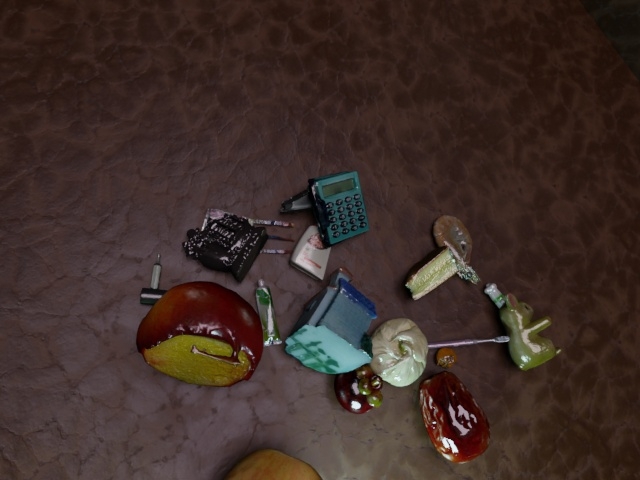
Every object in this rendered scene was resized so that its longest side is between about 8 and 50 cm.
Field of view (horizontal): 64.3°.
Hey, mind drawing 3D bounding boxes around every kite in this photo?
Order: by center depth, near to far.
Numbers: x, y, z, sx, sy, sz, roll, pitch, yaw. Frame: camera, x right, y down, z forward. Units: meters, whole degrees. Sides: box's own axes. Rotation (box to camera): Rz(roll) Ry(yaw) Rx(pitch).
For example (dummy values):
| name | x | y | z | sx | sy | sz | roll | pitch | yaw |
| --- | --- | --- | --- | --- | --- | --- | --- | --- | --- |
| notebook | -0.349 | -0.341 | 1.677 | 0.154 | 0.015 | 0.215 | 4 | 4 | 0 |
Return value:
| name | x | y | z | sx | sy | sz | roll | pitch | yaw |
| --- | --- | --- | --- | --- | --- | --- | --- | --- | --- |
| kite | -0.276 | -0.022 | 1.954 | 0.360 | 0.022 | 0.204 | 1 | 78 | -12 |

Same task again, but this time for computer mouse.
| name | x | y | z | sx | sy | sz | roll | pitch | yaw |
| --- | --- | --- | --- | --- | --- | --- | --- | --- | --- |
| computer mouse | -0.058 | -0.151 | 1.992 | 0.231 | 0.126 | 0.071 | -30 | 105 | -23 |

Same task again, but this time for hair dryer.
| name | x | y | z | sx | sy | sz | roll | pitch | yaw |
| --- | --- | --- | --- | --- | --- | --- | --- | --- | --- |
| hair dryer | -0.586 | 0.135 | 1.830 | 0.100 | 0.057 | 0.198 | 5 | 70 | -14 |

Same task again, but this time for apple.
| name | x | y | z | sx | sy | sz | roll | pitch | yaw |
| --- | --- | --- | --- | --- | --- | --- | --- | --- | --- |
| apple | -0.150 | 0.852 | 1.586 | 0.391 | 0.391 | 0.347 | 31 | 64 | -4 |

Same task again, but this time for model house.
| name | x | y | z | sx | sy | sz | roll | pitch | yaw |
| --- | --- | --- | --- | --- | --- | --- | --- | --- | --- |
| model house | 0.060 | 0.274 | 1.843 | 0.251 | 0.295 | 0.329 | 32 | 50 | -11 |

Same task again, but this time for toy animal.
| name | x | y | z | sx | sy | sz | roll | pitch | yaw |
| --- | --- | --- | --- | --- | --- | --- | --- | --- | --- |
| toy animal | 0.810 | 0.326 | 2.044 | 0.180 | 0.181 | 0.363 | -12 | 80 | -14 |

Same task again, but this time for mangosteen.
| name | x | y | z | sx | sy | sz | roll | pitch | yaw |
| --- | --- | --- | --- | --- | --- | --- | --- | --- | --- |
| mangosteen | 0.145 | 0.527 | 1.828 | 0.199 | 0.200 | 0.200 | 3 | 76 | -13 |

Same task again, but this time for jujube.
| name | x | y | z | sx | sy | sz | roll | pitch | yaw |
| --- | --- | --- | --- | --- | --- | --- | --- | --- | --- |
| jujube | 0.490 | 0.650 | 1.883 | 0.223 | 0.223 | 0.318 | -20 | 74 | -17 |

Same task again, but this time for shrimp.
| name | x | y | z | sx | sy | sz | roll | pitch | yaw |
| --- | --- | --- | --- | --- | --- | --- | --- | --- | --- |
| shrimp | 0.583 | 0.035 | 2.118 | 0.168 | 0.077 | 0.317 | -26 | 81 | -20 |

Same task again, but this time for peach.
| name | x | y | z | sx | sy | sz | roll | pitch | yaw |
| --- | --- | --- | --- | --- | --- | --- | --- | --- | --- |
| peach | -0.383 | 0.294 | 1.691 | 0.405 | 0.335 | 0.310 | 13 | 48 | -5 |

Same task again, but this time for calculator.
| name | x | y | z | sx | sy | sz | roll | pitch | yaw |
| --- | --- | --- | --- | --- | --- | --- | --- | --- | --- |
| calculator | 0.076 | -0.126 | 1.970 | 0.248 | 0.058 | 0.274 | -20 | 100 | -38 |

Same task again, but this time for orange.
| name | x | y | z | sx | sy | sz | roll | pitch | yaw |
| --- | --- | --- | --- | --- | --- | --- | --- | --- | --- |
| orange | 0.497 | 0.460 | 1.998 | 0.086 | 0.062 | 0.086 | 4 | 73 | -14 |

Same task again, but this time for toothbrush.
| name | x | y | z | sx | sy | sz | roll | pitch | yaw |
| --- | --- | --- | --- | --- | --- | --- | --- | --- | --- |
| toothbrush | 0.564 | 0.399 | 1.993 | 0.353 | 0.029 | 0.024 | -6 | 65 | 3 |

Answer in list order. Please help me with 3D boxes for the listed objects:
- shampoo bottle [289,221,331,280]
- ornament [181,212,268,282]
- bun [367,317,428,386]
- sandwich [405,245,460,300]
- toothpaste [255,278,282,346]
| name | x | y | z | sx | sy | sz | roll | pitch | yaw |
| --- | --- | --- | --- | --- | --- | --- | --- | --- | --- |
| shampoo bottle | 0.000 | 0.000 | 1.987 | 0.153 | 0.071 | 0.284 | 29 | 73 | -7 |
| ornament | -0.357 | 0.002 | 1.885 | 0.260 | 0.106 | 0.251 | 29 | 69 | 7 |
| bun | 0.297 | 0.421 | 1.910 | 0.259 | 0.160 | 0.259 | 3 | 77 | -14 |
| sandwich | 0.429 | 0.135 | 2.029 | 0.235 | 0.128 | 0.122 | -33 | 89 | -11 |
| toothpaste | -0.201 | 0.266 | 1.890 | 0.078 | 0.047 | 0.248 | -10 | 81 | -11 |
